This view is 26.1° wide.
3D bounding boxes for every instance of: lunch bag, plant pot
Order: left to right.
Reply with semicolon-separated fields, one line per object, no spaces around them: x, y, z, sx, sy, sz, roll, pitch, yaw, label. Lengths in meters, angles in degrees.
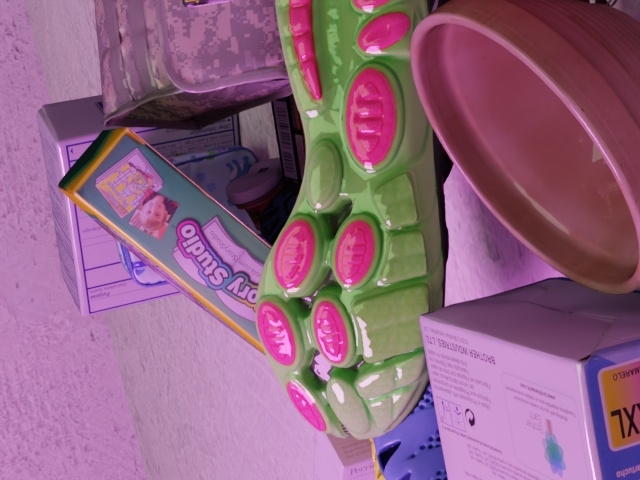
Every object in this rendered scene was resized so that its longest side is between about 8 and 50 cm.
-0.176;-0.033;1.902;0.090;0.219;0.176;-150;50;-73;lunch bag
-0.132;-0.266;1.579;0.287;0.169;0.235;-14;80;50;lunch bag
0.179;-0.087;0.965;0.237;0.110;0.237;48;165;17;plant pot

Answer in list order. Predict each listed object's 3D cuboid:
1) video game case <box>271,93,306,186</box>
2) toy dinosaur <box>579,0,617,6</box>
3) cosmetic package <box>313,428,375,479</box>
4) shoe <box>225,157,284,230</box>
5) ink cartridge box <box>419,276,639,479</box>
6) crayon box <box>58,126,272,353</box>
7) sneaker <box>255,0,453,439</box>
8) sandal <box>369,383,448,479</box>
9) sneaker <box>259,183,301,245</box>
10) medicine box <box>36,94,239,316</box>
-0.008;-0.186;1.603;0.248;0.035;0.274;-160;59;-68;video game case
0.213;-0.187;0.968;0.082;0.047;0.090;-38;55;50;toy dinosaur
0.057;0.301;1.625;0.085;0.117;0.231;-124;26;-44;cosmetic package
-0.070;-0.048;1.755;0.178;0.064;0.081;-58;-45;-72;shoe
0.221;0.243;1.061;0.270;0.151;0.395;-168;67;-70;ink cartridge box
-0.137;0.016;1.658;0.363;0.106;0.313;40;173;-13;crayon box
0.062;-0.055;1.240;0.185;0.202;0.482;9;99;29;sneaker
0.100;0.173;1.414;0.317;0.126;0.138;-134;40;-54;sandal
0.000;0.000;1.604;0.081;0.080;0.211;36;-177;-37;sneaker
-0.259;-0.065;2.045;0.149;0.264;0.289;-132;35;-56;medicine box
